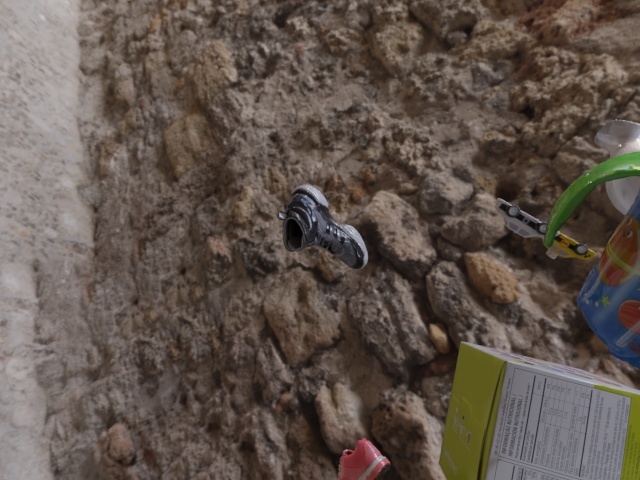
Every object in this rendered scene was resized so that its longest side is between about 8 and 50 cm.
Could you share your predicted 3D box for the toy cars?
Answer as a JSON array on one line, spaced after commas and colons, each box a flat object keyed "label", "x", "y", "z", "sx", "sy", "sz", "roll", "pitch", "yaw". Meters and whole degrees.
[{"label": "toy cars", "x": 0.675, "y": -0.014, "z": 1.232, "sx": 0.394, "sy": 0.087, "sz": 0.176, "roll": 20, "pitch": 19, "yaw": -28}]

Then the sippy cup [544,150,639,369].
[{"label": "sippy cup", "x": 0.435, "y": 0.039, "z": 0.453, "sx": 0.305, "sy": 0.240, "sz": 0.224, "roll": 54, "pitch": -35, "yaw": 38}]

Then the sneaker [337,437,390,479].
[{"label": "sneaker", "x": 0.112, "y": 0.793, "z": 1.369, "sx": 0.116, "sy": 0.313, "sz": 0.136, "roll": 2, "pitch": 38, "yaw": -47}]

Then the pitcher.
[{"label": "pitcher", "x": 0.687, "y": -0.147, "z": 0.827, "sx": 0.125, "sy": 0.178, "sz": 0.207, "roll": 76, "pitch": 19, "yaw": -58}]

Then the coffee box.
[{"label": "coffee box", "x": 0.492, "y": 0.451, "z": 0.912, "sx": 0.334, "sy": 0.338, "sz": 0.337, "roll": 13, "pitch": -7, "yaw": 6}]

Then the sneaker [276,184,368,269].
[{"label": "sneaker", "x": 0.000, "y": 0.000, "z": 0.993, "sx": 0.268, "sy": 0.101, "sz": 0.153, "roll": 49, "pitch": 46, "yaw": -11}]
